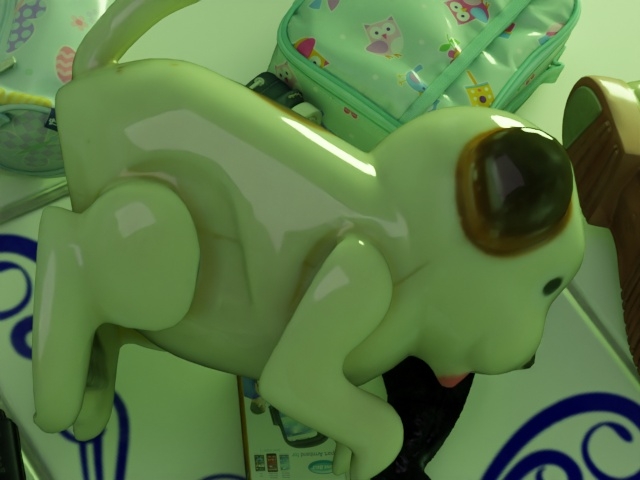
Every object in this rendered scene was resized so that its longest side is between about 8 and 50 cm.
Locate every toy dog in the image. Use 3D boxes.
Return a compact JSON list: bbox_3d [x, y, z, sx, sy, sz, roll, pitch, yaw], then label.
[{"bbox_3d":[0.000,0.000,1.552,0.408,0.284,0.395,1,74,-1],"label":"toy dog"}]

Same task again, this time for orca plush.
[{"bbox_3d":[0.080,0.066,1.687,0.151,0.102,0.287,21,57,3],"label":"orca plush"}]

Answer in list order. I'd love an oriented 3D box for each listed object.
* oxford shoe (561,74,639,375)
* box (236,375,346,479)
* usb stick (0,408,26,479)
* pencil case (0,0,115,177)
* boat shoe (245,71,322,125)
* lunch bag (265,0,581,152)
[{"bbox_3d":[0.340,0.016,1.748,0.146,0.140,0.397,-4,61,-20],"label":"oxford shoe"},{"bbox_3d":[-0.024,0.158,1.657,0.081,0.028,0.136,-1,57,-11],"label":"box"},{"bbox_3d":[-0.255,0.261,1.543,0.077,0.045,0.278,-10,61,-7],"label":"usb stick"},{"bbox_3d":[-0.246,-0.189,1.782,0.124,0.113,0.273,20,53,-24],"label":"pencil case"},{"bbox_3d":[-0.112,-0.059,1.732,0.254,0.095,0.079,-41,69,-18],"label":"boat shoe"},{"bbox_3d":[0.104,-0.188,1.846,0.224,0.108,0.279,35,59,12],"label":"lunch bag"}]
